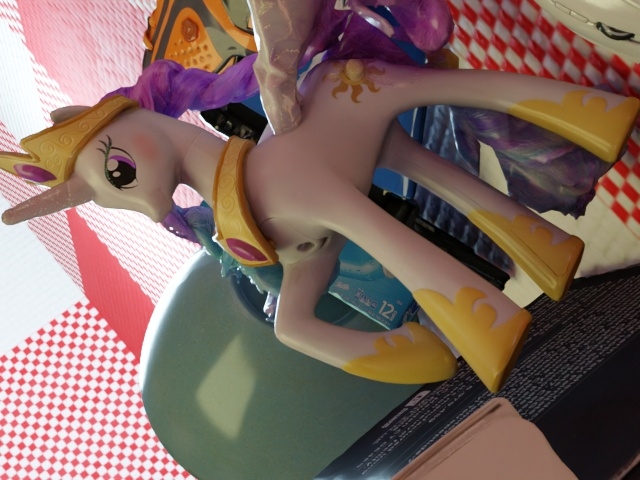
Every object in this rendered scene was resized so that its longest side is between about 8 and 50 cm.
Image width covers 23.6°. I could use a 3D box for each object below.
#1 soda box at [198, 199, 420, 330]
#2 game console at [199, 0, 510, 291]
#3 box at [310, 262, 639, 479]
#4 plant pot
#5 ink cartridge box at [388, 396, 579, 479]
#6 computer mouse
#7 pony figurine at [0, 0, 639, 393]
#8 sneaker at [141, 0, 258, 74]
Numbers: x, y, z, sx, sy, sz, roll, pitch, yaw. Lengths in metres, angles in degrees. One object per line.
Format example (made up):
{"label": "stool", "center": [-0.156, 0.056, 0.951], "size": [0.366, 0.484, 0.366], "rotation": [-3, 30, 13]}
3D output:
{"label": "soda box", "center": [0.000, 0.000, 1.369], "size": [0.210, 0.067, 0.071], "rotation": [31, -176, 14]}
{"label": "game console", "center": [0.040, -0.113, 1.326], "size": [0.250, 0.173, 0.293], "rotation": [26, -174, -44]}
{"label": "box", "center": [0.291, 0.264, 0.964], "size": [0.480, 0.297, 0.472], "rotation": [55, 161, -3]}
{"label": "plant pot", "center": [-0.029, 0.085, 1.485], "size": [0.290, 0.290, 0.195], "rotation": [46, 152, 22]}
{"label": "ink cartridge box", "center": [0.074, 0.216, 0.752], "size": [0.201, 0.117, 0.278], "rotation": [52, 161, 9]}
{"label": "computer mouse", "center": [0.170, -0.136, 0.915], "size": [0.193, 0.042, 0.106], "rotation": [47, 163, 21]}
{"label": "pony figurine", "center": [0.011, -0.084, 1.008], "size": [0.363, 0.351, 0.303], "rotation": [24, 150, 15]}
{"label": "sneaker", "center": [-0.137, -0.228, 1.299], "size": [0.321, 0.125, 0.180], "rotation": [37, 128, 44]}
